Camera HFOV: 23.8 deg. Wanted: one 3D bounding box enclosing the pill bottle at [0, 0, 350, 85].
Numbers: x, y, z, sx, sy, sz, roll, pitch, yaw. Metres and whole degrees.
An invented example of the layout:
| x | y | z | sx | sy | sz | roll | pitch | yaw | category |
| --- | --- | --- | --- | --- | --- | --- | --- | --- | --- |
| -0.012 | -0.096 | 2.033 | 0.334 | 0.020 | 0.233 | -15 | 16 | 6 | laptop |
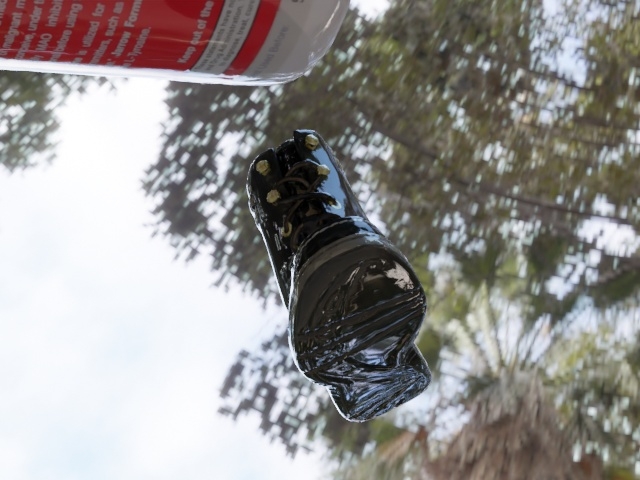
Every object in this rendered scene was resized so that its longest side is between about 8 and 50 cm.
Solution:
| x | y | z | sx | sy | sz | roll | pitch | yaw | category |
| --- | --- | --- | --- | --- | --- | --- | --- | --- | --- |
| -0.194 | -0.217 | 0.920 | 0.407 | 0.229 | 0.229 | 1 | -58 | -25 | pill bottle |

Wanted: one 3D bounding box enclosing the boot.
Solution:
| x | y | z | sx | sy | sz | roll | pitch | yaw | category |
| --- | --- | --- | --- | --- | --- | --- | --- | --- | --- |
| -0.001 | 0.001 | 0.955 | 0.085 | 0.179 | 0.236 | -24 | -26 | -2 | boot |
